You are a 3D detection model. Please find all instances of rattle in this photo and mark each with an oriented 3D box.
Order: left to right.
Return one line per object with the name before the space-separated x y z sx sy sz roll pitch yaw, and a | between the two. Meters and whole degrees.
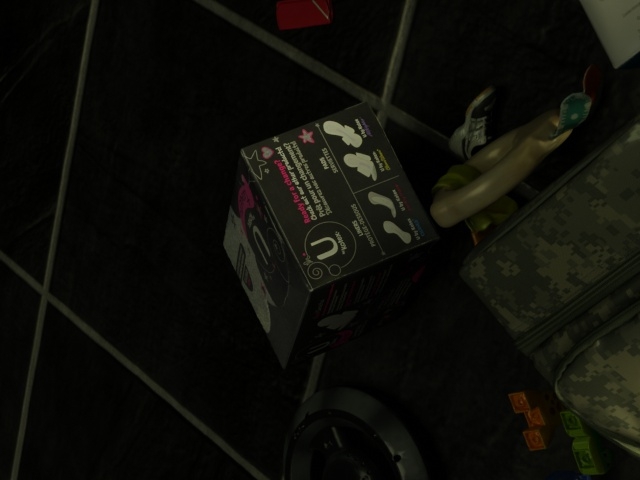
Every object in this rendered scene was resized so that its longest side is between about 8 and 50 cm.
rattle | 0.210 -0.049 1.480 0.200 0.130 0.142 -33 84 18

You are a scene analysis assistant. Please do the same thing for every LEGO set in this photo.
LEGO set | 0.245 0.178 1.477 0.087 0.093 0.227 -13 100 45

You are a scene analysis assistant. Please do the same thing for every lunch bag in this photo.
lunch bag | 0.306 0.023 1.303 0.256 0.212 0.305 51 134 4

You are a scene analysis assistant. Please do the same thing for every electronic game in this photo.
electronic game | 0.041 0.270 1.740 0.229 0.048 0.229 11 106 44

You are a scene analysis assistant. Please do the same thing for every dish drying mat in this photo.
dish drying mat | -0.018 -0.245 1.718 0.083 0.008 0.032 1 100 46

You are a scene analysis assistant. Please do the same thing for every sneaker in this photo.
sneaker | 0.157 -0.112 1.551 0.037 0.032 0.083 40 132 17

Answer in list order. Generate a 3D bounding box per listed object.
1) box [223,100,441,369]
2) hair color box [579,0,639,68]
box | 0.000 0.000 1.585 0.163 0.142 0.247 63 163 16
hair color box | 0.257 -0.336 1.336 0.174 0.105 0.347 -37 72 44
